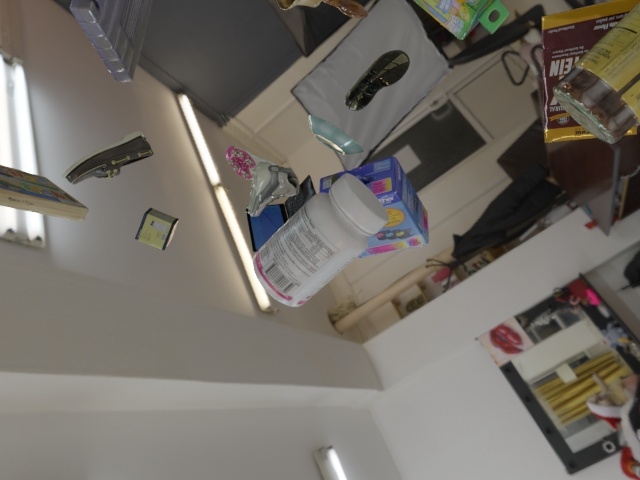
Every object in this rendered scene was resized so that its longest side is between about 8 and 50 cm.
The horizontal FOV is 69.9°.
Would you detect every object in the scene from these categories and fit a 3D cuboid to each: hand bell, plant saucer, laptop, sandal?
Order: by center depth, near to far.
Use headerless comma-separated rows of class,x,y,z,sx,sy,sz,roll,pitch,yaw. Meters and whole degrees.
hand bell,0.025,-0.605,1.149,0.242,0.126,0.126,4,-133,-36
plant saucer,0.036,-0.300,1.358,0.195,0.037,0.195,33,-179,-1
laptop,-0.141,-0.105,1.713,0.136,0.264,0.234,20,-142,-37
sandal,0.213,-0.644,1.818,0.120,0.302,0.086,40,-151,-29

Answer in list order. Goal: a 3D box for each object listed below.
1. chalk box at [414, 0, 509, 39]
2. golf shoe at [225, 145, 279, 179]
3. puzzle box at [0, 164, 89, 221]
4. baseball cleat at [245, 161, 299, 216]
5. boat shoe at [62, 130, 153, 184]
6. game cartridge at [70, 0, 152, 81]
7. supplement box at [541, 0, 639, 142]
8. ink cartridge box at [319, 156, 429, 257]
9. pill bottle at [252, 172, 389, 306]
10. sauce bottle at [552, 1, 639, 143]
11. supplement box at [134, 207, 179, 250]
chalk box,0.345,-0.579,1.069,0.213,0.132,0.132,41,179,3
golf shoe,-0.280,-0.326,2.054,0.306,0.115,0.140,33,-151,-4
puzzle box,-0.937,-0.167,1.349,0.272,0.052,0.409,29,-176,24
baseball cleat,-0.105,-0.099,0.995,0.206,0.109,0.072,124,150,-70
boat shoe,-0.497,-0.188,1.089,0.069,0.081,0.228,57,-134,-15
game cartridge,-0.481,-0.591,1.092,0.230,0.068,0.355,99,174,-68
supplement box,0.456,-0.278,0.767,0.191,0.129,0.194,-29,-65,-52
ink cartridge box,0.169,-0.112,1.513,0.395,0.269,0.151,47,-142,-47
pill bottle,0.000,0.000,0.985,0.160,0.283,0.160,40,-158,-20
sauce bottle,0.437,-0.266,0.512,0.111,0.344,0.111,38,-158,-19
supplement box,-0.445,-0.032,1.248,0.083,0.083,0.056,23,-165,-12
